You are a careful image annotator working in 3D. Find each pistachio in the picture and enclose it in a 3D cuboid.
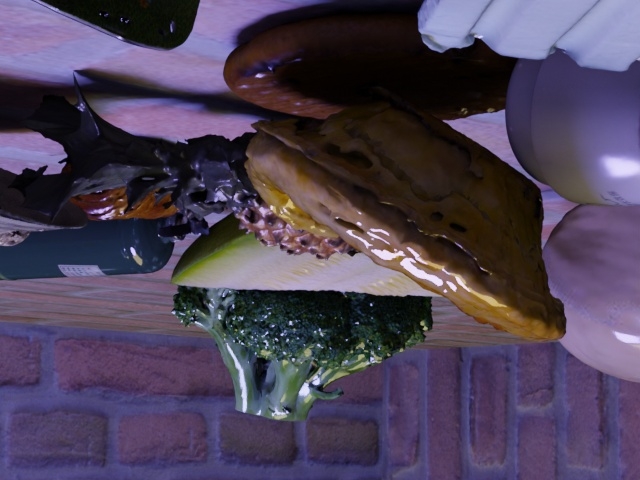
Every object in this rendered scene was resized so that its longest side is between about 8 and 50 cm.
[{"bbox_3d":[0.362,0.052,1.544,0.332,0.226,0.208,5,-149,30],"label":"pistachio"}]

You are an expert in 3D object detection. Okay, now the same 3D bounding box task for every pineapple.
[{"bbox_3d":[-0.090,-0.055,1.207,0.277,0.119,0.130,7,-146,-33],"label":"pineapple"}]

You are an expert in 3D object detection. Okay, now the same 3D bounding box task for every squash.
[{"bbox_3d":[0.000,0.000,1.538,0.203,0.111,0.288,21,159,-18],"label":"squash"}]

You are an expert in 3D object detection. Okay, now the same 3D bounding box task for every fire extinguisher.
[{"bbox_3d":[-0.226,-0.010,1.607,0.294,0.093,0.118,-3,-172,23],"label":"fire extinguisher"}]

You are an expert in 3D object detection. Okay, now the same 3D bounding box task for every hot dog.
[{"bbox_3d":[-0.168,-0.049,1.395,0.099,0.065,0.147,-3,-177,20],"label":"hot dog"}]

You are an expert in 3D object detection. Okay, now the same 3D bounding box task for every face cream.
[{"bbox_3d":[0.177,-0.077,0.946,0.117,0.117,0.104,8,-175,-42],"label":"face cream"}]

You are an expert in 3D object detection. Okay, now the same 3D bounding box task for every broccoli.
[{"bbox_3d":[-0.012,0.077,1.677,0.261,0.242,0.269,19,-173,16],"label":"broccoli"}]

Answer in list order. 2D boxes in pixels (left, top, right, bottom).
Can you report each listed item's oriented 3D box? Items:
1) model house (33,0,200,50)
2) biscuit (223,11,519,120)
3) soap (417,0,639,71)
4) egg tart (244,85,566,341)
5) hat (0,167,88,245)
[{"bbox_3d":[-0.074,-0.142,0.546,0.088,0.117,0.167,-12,163,42],"label":"model house"},{"bbox_3d":[0.041,-0.110,1.034,0.212,0.036,0.212,2,173,0],"label":"biscuit"},{"bbox_3d":[0.130,-0.140,0.636,0.150,0.094,0.261,7,173,-7],"label":"soap"},{"bbox_3d":[0.062,-0.021,0.989,0.241,0.106,0.241,31,180,0],"label":"egg tart"},{"bbox_3d":[-0.311,-0.008,1.213,0.252,0.110,0.252,20,-174,-2],"label":"hat"}]
